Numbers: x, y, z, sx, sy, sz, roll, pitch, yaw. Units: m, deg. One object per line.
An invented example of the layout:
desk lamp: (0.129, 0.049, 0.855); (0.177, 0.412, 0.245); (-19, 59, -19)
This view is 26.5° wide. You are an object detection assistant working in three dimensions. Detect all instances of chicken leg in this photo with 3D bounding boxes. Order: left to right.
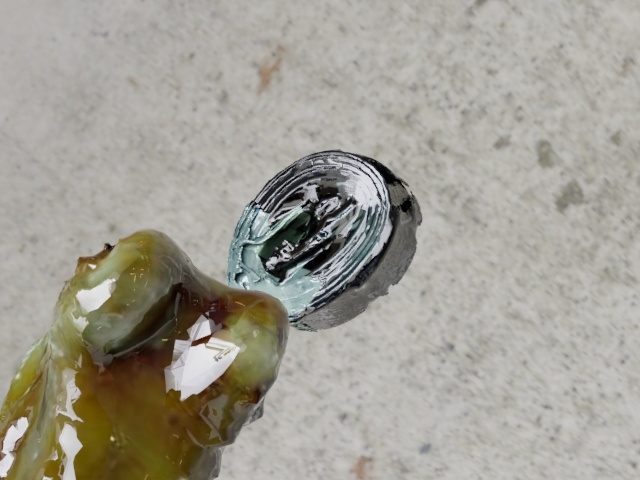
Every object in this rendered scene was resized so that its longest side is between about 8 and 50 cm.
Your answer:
chicken leg: (-0.135, 0.178, 0.409); (0.211, 0.140, 0.361); (-10, 46, 49)

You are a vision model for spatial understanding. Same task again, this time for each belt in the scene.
belt: (0.000, 0.000, 0.902); (0.140, 0.058, 0.105); (-42, 62, 15)
